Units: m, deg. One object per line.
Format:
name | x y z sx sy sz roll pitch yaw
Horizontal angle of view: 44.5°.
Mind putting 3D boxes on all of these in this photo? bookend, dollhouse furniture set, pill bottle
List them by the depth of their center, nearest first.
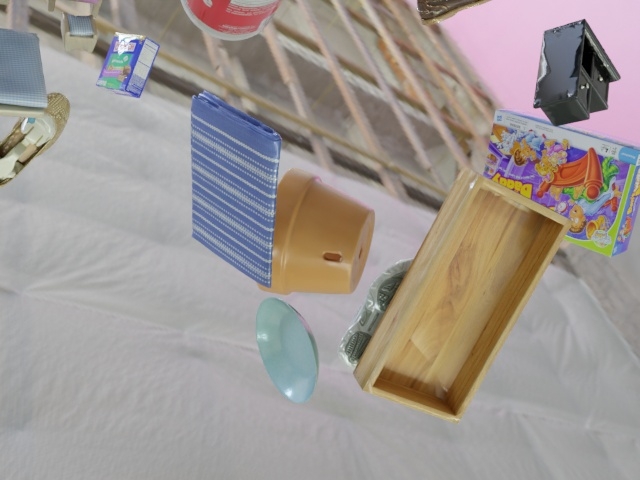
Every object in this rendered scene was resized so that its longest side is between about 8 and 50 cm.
dollhouse furniture set | -0.382 -0.290 0.943 0.286 0.198 0.303 1 -123 -28
bookend | 0.420 -0.244 1.272 0.156 0.072 0.157 38 -123 -39
pill bottle | -0.154 -0.589 1.604 0.229 0.229 0.407 36 163 -9

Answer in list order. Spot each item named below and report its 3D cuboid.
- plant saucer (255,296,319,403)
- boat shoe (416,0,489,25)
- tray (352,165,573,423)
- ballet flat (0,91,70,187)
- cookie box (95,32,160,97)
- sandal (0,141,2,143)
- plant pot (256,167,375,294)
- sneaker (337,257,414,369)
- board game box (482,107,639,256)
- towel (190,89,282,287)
plant saucer | -0.049 0.188 1.376 0.037 0.195 0.195 -15 -123 -32
boat shoe | 0.292 -0.513 1.613 0.073 0.207 0.073 39 151 58
tray | 0.240 0.100 1.350 0.203 0.411 0.076 23 -169 -20
ballet flat | -0.492 -0.159 1.304 0.073 0.206 0.067 39 -174 -27
cookie box | -0.354 -0.322 1.435 0.092 0.107 0.040 16 174 37
sandal | -0.617 -0.213 1.317 0.265 0.102 0.076 41 -131 -43
plant pot | 0.000 0.000 1.764 0.203 0.291 0.291 15 -156 11
sneaker | 0.108 0.125 1.447 0.090 0.232 0.115 37 -174 -4
board game box | 0.526 -0.136 1.720 0.078 0.233 0.347 -14 -150 -42
towel | -0.166 -0.098 1.513 0.243 0.336 0.040 32 -138 33
